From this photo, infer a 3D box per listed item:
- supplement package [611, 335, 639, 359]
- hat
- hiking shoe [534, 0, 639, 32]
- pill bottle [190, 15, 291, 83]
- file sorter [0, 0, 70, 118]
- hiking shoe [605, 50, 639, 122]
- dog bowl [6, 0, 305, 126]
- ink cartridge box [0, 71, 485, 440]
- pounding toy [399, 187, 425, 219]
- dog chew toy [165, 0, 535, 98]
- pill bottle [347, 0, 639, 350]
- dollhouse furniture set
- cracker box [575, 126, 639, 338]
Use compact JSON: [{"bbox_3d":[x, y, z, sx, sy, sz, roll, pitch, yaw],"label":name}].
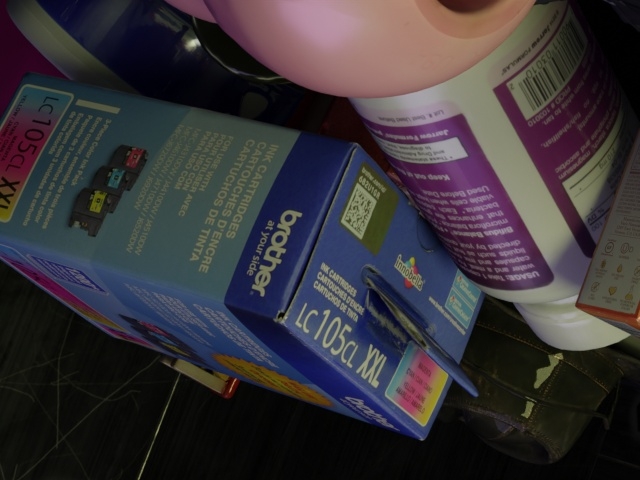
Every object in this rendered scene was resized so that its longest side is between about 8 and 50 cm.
[{"bbox_3d":[0.362,0.016,1.402,0.199,0.198,0.262,26,172,-41],"label":"supplement package"},{"bbox_3d":[0.179,0.130,1.521,0.331,0.134,0.331,24,178,1],"label":"hat"},{"bbox_3d":[0.149,-0.192,0.979,0.227,0.086,0.114,14,159,9],"label":"hiking shoe"},{"bbox_3d":[-0.029,-0.183,1.273,0.122,0.123,0.219,21,-173,2],"label":"pill bottle"},{"bbox_3d":[-0.224,-0.172,1.729,0.290,0.202,0.182,23,176,-17],"label":"file sorter"},{"bbox_3d":[0.169,-0.113,1.352,0.132,0.113,0.304,36,162,-19],"label":"hiking shoe"},{"bbox_3d":[-0.144,-0.173,1.464,0.265,0.104,0.265,37,-170,-7],"label":"dog bowl"},{"bbox_3d":[-0.050,0.018,1.277,0.395,0.151,0.270,13,163,33],"label":"ink cartridge box"},{"bbox_3d":[0.062,-0.057,1.934,0.154,0.155,0.269,17,174,-2],"label":"pounding toy"},{"bbox_3d":[-0.027,-0.202,0.904,0.332,0.207,0.206,26,178,43],"label":"dog chew toy"},{"bbox_3d":[0.145,-0.063,1.171,0.169,0.169,0.301,14,147,48],"label":"pill bottle"},{"bbox_3d":[0.000,0.000,1.671,0.152,0.374,0.201,28,174,-16],"label":"dollhouse furniture set"},{"bbox_3d":[0.282,-0.032,1.110,0.155,0.232,0.067,25,173,-33],"label":"cracker box"}]
